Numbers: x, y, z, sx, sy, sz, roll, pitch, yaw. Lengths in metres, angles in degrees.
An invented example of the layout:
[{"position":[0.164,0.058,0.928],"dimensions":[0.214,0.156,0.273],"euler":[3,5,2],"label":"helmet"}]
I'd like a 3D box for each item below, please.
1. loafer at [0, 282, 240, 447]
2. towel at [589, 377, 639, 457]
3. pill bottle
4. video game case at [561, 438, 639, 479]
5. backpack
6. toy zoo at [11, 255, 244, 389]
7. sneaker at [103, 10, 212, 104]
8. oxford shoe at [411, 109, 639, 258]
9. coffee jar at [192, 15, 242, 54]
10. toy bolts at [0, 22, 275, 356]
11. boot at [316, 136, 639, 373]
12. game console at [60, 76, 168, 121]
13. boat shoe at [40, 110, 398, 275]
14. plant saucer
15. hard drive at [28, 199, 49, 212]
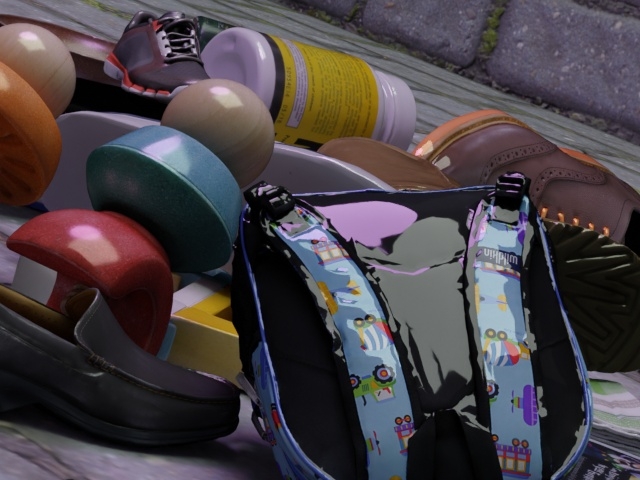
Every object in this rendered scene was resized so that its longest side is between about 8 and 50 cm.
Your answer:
[{"position":[-0.110,0.052,0.884],"dimensions":[0.170,0.061,0.062],"euler":[14,10,-27],"label":"loafer"},{"position":[0.162,0.102,1.213],"dimensions":[0.113,0.023,0.152],"euler":[17,10,-11],"label":"towel"},{"position":[-0.014,-0.132,1.888],"dimensions":[0.208,0.119,0.119],"euler":[10,13,-39],"label":"pill bottle"},{"position":[0.098,0.119,1.014],"dimensions":[0.173,0.022,0.190],"euler":[20,9,12],"label":"video game case"},{"position":[0.041,0.065,0.885],"dimensions":[0.158,0.117,0.173],"euler":[-3,51,-12],"label":"backpack"},{"position":[-0.059,0.039,1.138],"dimensions":[0.192,0.030,0.293],"euler":[20,10,9],"label":"toy zoo"},{"position":[-0.114,-0.136,1.408],"dimensions":[0.061,0.065,0.158],"euler":[14,10,-32],"label":"sneaker"},{"position":[0.195,-0.025,1.677],"dimensions":[0.133,0.130,0.364],"euler":[35,19,34],"label":"oxford shoe"},{"position":[-0.071,-0.204,2.283],"dimensions":[0.184,0.079,0.096],"euler":[16,8,-10],"label":"coffee jar"},{"position":[-0.139,-0.063,0.976],"dimensions":[0.228,0.158,0.218],"euler":[27,-30,19],"label":"toy bolts"},{"position":[0.116,-0.003,1.393],"dimensions":[0.236,0.089,0.269],"euler":[26,6,-9],"label":"boot"},{"position":[-0.241,-0.123,1.418],"dimensions":[0.213,0.044,0.361],"euler":[10,13,-45],"label":"game console"},{"position":[-0.039,-0.016,1.134],"dimensions":[0.268,0.096,0.088],"euler":[13,12,23],"label":"boat shoe"},{"position":[-0.250,-0.190,2.017],"dimensions":[0.199,0.036,0.198],"euler":[17,11,-3],"label":"plant saucer"},{"position":[-0.151,-0.057,1.458],"dimensions":[0.210,0.040,0.318],"euler":[18,10,-1],"label":"hard drive"}]
